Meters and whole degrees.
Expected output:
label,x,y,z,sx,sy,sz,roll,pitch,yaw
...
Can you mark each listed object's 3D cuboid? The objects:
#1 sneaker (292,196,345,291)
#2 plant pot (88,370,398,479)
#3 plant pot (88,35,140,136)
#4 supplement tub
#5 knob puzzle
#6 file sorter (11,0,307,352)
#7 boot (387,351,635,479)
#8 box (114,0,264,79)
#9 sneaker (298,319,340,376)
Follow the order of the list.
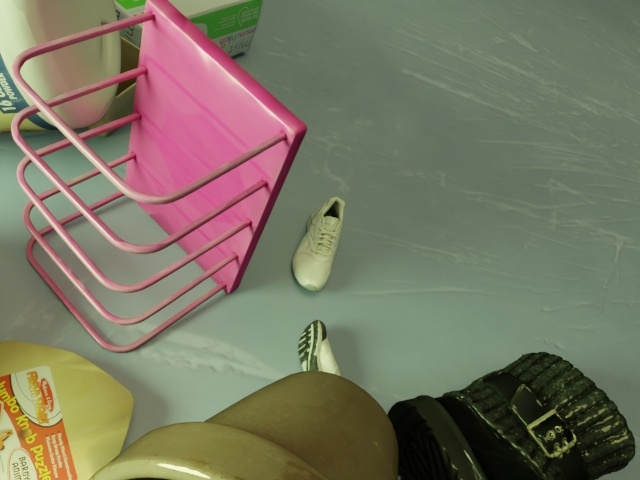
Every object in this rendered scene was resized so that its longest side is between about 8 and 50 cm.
label,x,y,z,sx,sy,sz,roll,pitch,yaw
sneaker,0.000,0.000,0.814,0.053,0.061,0.152,21,49,-12
plant pot,-0.034,0.229,0.511,0.263,0.263,0.229,39,31,7
plant pot,-0.297,-0.209,0.811,0.109,0.096,0.109,33,46,2
supplement tub,-0.403,-0.226,0.631,0.316,0.228,0.228,-2,51,5
knob puzzle,-0.273,0.183,0.558,0.213,0.030,0.213,13,49,-15
file sorter,-0.184,-0.046,0.609,0.202,0.291,0.182,44,51,11
boot,0.253,0.294,0.654,0.260,0.131,0.348,-6,57,-29
box,-0.265,-0.376,0.943,0.231,0.127,0.262,42,47,12
sneaker,0.001,0.148,0.718,0.043,0.040,0.109,21,49,-31
